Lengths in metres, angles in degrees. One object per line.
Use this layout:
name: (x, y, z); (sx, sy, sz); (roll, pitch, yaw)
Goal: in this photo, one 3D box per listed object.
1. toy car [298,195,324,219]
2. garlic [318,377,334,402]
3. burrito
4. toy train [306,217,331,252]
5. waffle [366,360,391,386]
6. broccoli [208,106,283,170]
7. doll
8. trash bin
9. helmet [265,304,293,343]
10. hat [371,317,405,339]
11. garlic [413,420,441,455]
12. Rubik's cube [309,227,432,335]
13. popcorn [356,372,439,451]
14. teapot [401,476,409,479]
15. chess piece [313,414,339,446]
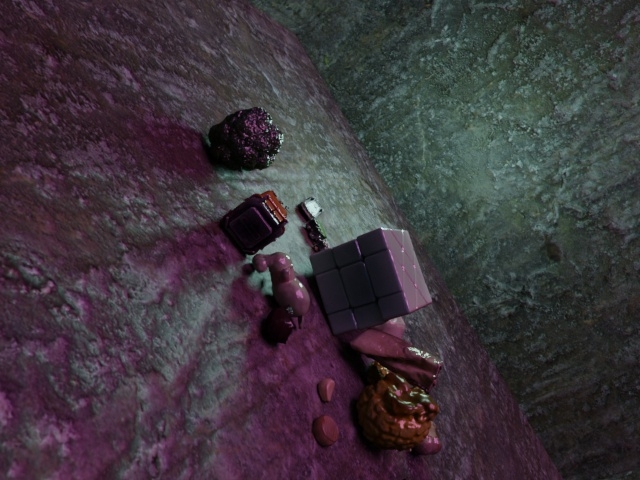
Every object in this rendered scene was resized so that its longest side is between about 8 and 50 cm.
toy car: (-0.033, -0.149, 2.083); (0.095, 0.056, 0.205); (54, 23, -4)
garlic: (0.018, 0.455, 1.431); (0.053, 0.041, 0.083); (60, 27, -29)
burrito: (0.267, 0.414, 1.660); (0.331, 0.135, 0.190); (26, -7, 16)
toy train: (0.000, 0.000, 1.952); (0.081, 0.060, 0.202); (22, 43, -63)
waffle: (0.248, 0.569, 1.742); (0.238, 0.058, 0.243); (56, 20, 6)
broccoli: (-0.266, -0.349, 1.673); (0.270, 0.270, 0.270); (97, -30, -68)
doll: (-0.103, 0.143, 1.464); (0.275, 0.113, 0.155); (56, -12, -4)
trash bin: (-0.189, -0.081, 1.531); (0.161, 0.184, 0.239); (53, 17, -11)
helmet: (-0.125, 0.241, 1.359); (0.070, 0.098, 0.123); (10, 39, -20)
hat: (0.321, 0.408, 1.985); (0.219, 0.164, 0.226); (22, 20, -53)
garlic: (0.375, 0.723, 1.732); (0.147, 0.102, 0.159); (4, 43, -46)
Rubik's cube: (0.196, 0.151, 1.769); (0.318, 0.316, 0.322); (0, 69, -63)
popcorn: (0.253, 0.553, 1.507); (0.237, 0.251, 0.206); (61, 20, 17)
teapot: (0.246, 0.790, 1.380); (0.165, 0.130, 0.119); (-23, 63, -36)
chess piece: (0.015, 0.538, 1.319); (0.083, 0.038, 0.084); (42, 29, -30)
